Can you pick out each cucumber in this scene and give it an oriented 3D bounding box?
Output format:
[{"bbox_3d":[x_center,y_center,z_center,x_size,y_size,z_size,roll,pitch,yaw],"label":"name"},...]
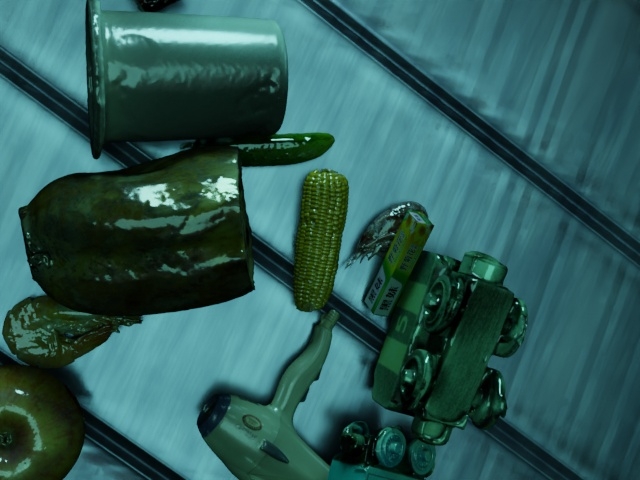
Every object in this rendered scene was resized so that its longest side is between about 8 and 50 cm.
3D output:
[{"bbox_3d":[-0.100,-0.146,1.634,0.250,0.056,0.056,-1,92,-9],"label":"cucumber"}]

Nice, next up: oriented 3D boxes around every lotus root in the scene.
[{"bbox_3d":[-0.270,-0.011,1.524,0.345,0.250,0.251,-6,92,-8],"label":"lotus root"}]

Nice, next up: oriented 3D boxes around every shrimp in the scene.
[{"bbox_3d":[-0.387,0.138,1.604,0.217,0.051,0.115,-6,98,-8],"label":"shrimp"},{"bbox_3d":[0.103,-0.004,1.663,0.165,0.056,0.065,-43,106,1],"label":"shrimp"}]

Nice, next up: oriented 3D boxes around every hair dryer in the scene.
[{"bbox_3d":[-0.011,0.309,1.646,0.298,0.119,0.296,-37,102,-18],"label":"hair dryer"}]

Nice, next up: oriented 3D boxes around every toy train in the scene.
[{"bbox_3d":[0.200,0.162,1.589,0.166,0.238,0.299,19,90,-15],"label":"toy train"},{"bbox_3d":[0.098,0.370,1.617,0.197,0.107,0.155,24,74,-40],"label":"toy train"}]

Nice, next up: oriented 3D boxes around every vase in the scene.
[{"bbox_3d":[-0.206,-0.242,1.544,0.291,0.245,0.245,-2,92,-17],"label":"vase"}]

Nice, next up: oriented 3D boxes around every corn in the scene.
[{"bbox_3d":[0.000,0.000,1.640,0.080,0.080,0.231,6,93,-8],"label":"corn"}]

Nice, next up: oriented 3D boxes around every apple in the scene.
[{"bbox_3d":[-0.460,0.290,1.529,0.211,0.188,0.211,0,90,-11],"label":"apple"}]

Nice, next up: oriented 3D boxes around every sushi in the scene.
[{"bbox_3d":[-0.261,-0.401,1.582,0.084,0.098,0.094,-28,100,-4],"label":"sushi"}]

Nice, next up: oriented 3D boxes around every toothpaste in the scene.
[{"bbox_3d":[0.125,0.038,1.633,0.037,0.043,0.179,10,117,-30],"label":"toothpaste"}]
